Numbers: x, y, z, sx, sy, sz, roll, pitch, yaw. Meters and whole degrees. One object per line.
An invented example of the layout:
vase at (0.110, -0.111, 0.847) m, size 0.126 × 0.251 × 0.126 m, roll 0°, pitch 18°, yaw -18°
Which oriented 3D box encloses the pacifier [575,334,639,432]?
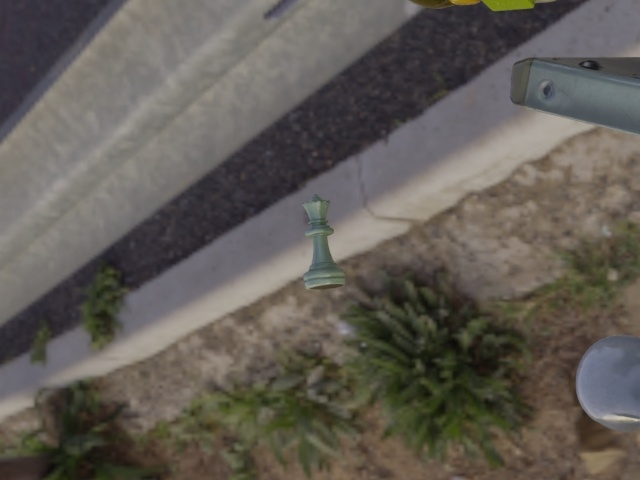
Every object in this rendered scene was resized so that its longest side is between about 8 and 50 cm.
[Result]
pacifier at (0.338, 0.135, 1.183) m, size 0.207 × 0.227 × 0.279 m, roll 12°, pitch 77°, yaw 39°

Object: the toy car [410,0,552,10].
toy car at (0.070, -0.271, 0.800) m, size 0.198 × 0.204 × 0.247 m, roll 4°, pitch 78°, yaw 35°

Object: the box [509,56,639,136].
box at (0.291, -0.105, 0.953) m, size 0.211 × 0.270 × 0.045 m, roll 19°, pitch 107°, yaw 35°

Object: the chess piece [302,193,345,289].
chess piece at (0.000, 0.000, 1.238) m, size 0.042 × 0.042 × 0.093 m, roll -18°, pitch 76°, yaw 56°
